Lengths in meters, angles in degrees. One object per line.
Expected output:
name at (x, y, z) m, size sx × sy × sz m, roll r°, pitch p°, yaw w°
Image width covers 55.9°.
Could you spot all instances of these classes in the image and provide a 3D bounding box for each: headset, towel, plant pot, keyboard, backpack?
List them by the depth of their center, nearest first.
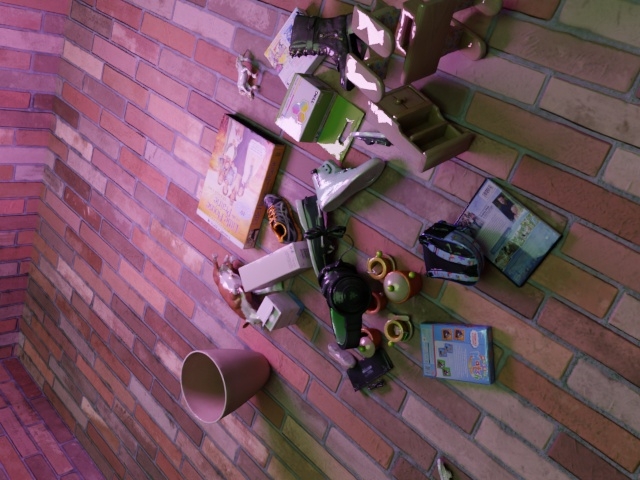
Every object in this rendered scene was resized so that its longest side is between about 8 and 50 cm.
backpack at (0.368, 0.038, 1.630) m, size 0.173 × 0.117 × 0.158 m, roll 17°, pitch 134°, yaw 42°
headset at (0.045, 0.146, 1.852) m, size 0.243 × 0.185 × 0.395 m, roll -128°, pitch 35°, yaw -70°
keyboard at (0.162, 0.429, 1.941) m, size 0.180 × 0.023 × 0.108 m, roll -43°, pitch 61°, yaw 36°
plant pot at (-0.322, 0.498, 2.202) m, size 0.256 × 0.274 × 0.257 m, roll 7°, pitch 100°, yaw 41°
towel at (-0.201, 0.137, 2.222) m, size 0.152 × 0.023 × 0.113 m, roll -13°, pitch 87°, yaw 41°

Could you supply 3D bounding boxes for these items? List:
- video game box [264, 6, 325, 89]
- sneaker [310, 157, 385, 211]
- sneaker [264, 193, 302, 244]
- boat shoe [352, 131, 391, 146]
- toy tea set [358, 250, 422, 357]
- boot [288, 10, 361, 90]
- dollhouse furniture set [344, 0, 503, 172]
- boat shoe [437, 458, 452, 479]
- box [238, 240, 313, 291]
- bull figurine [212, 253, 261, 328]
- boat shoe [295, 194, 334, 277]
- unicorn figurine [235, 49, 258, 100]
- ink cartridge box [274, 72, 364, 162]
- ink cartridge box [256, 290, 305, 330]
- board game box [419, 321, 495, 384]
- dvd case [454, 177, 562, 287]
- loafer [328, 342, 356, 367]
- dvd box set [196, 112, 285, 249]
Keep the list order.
video game box at (-0.079, -0.630, 2.010) m, size 0.205 × 0.048 × 0.187 m, roll -45°, pitch 69°, yaw 35°
sneaker at (0.074, -0.219, 1.889) m, size 0.255 × 0.094 × 0.151 m, roll -34°, pitch 63°, yaw 27°
sneaker at (-0.145, -0.075, 2.109) m, size 0.084 × 0.083 × 0.215 m, roll -49°, pitch 63°, yaw 35°
boat shoe at (0.155, -0.310, 1.843) m, size 0.142 × 0.049 × 0.040 m, roll 12°, pitch 103°, yaw 37°
toy tea set at (0.184, 0.209, 1.827) m, size 0.200 × 0.124 × 0.336 m, roll 19°, pitch 107°, yaw 38°
boot at (0.009, -0.587, 1.874) m, size 0.228 × 0.091 × 0.263 m, roll 2°, pitch 86°, yaw 22°
dollhouse furniture set at (0.278, -0.414, 1.535) m, size 0.256 × 0.362 × 0.394 m, roll 49°, pitch 151°, yaw 27°
boat shoe at (0.372, 0.695, 1.785) m, size 0.035 × 0.035 × 0.100 m, roll -15°, pitch 80°, yaw 14°
box at (-0.148, 0.092, 2.098) m, size 0.275 × 0.113 × 0.094 m, roll -24°, pitch 79°, yaw 33°
bull figurine at (-0.315, 0.181, 2.251) m, size 0.310 × 0.101 × 0.189 m, roll 44°, pitch 144°, yaw 34°
boat shoe at (0.000, 0.000, 1.978) m, size 0.091 × 0.114 × 0.303 m, roll -16°, pitch 98°, yaw 2°
unicorn figurine at (-0.270, -0.596, 2.171) m, size 0.111 × 0.060 × 0.162 m, roll 33°, pitch 115°, yaw 33°
ink cartridge box at (-0.007, -0.395, 1.942) m, size 0.255 × 0.097 × 0.189 m, roll 43°, pitch 121°, yaw 30°
ink cartridge box at (-0.145, 0.245, 2.105) m, size 0.090 × 0.143 × 0.092 m, roll 45°, pitch 121°, yaw 28°
board game box at (0.387, 0.318, 1.720) m, size 0.211 × 0.039 × 0.160 m, roll -2°, pitch 94°, yaw 42°
dvd case at (0.487, -0.022, 1.605) m, size 0.253 × 0.022 × 0.180 m, roll 46°, pitch 123°, yaw 27°
loafer at (0.072, 0.387, 2.006) m, size 0.125 × 0.045 × 0.039 m, roll 35°, pitch 134°, yaw 40°
dvd box set at (-0.307, -0.221, 2.246) m, size 0.307 × 0.062 × 0.421 m, roll 36°, pitch 117°, yaw 33°
